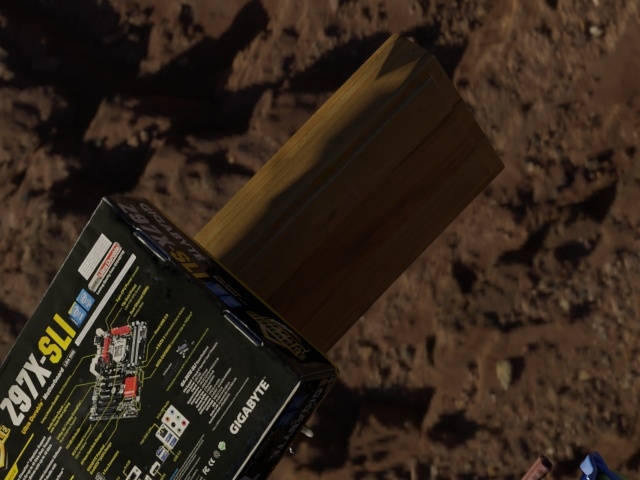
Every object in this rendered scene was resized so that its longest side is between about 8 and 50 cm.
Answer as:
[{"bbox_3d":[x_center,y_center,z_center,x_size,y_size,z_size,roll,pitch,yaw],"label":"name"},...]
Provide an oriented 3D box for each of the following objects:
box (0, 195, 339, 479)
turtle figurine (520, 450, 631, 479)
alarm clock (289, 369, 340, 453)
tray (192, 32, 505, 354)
[{"bbox_3d":[-0.170,0.162,1.140,0.257,0.079,0.322,40,107,23],"label":"box"},{"bbox_3d":[0.239,0.374,1.265,0.266,0.198,0.274,-32,128,-13],"label":"turtle figurine"},{"bbox_3d":[-0.090,0.135,1.211,0.192,0.064,0.129,24,115,-6],"label":"alarm clock"},{"bbox_3d":[0.000,0.000,1.331,0.411,0.076,0.203,-45,136,-3],"label":"tray"}]
